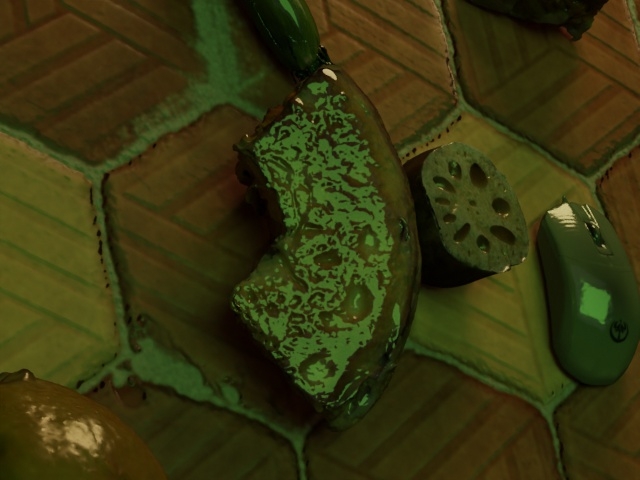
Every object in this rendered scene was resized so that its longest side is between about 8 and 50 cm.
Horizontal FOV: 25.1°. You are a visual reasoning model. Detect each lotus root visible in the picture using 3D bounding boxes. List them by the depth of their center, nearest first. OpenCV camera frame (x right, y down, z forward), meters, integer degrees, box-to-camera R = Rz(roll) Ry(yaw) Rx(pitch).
[{"bbox_3d":[0.114,-0.018,1.222,0.112,0.081,0.122,-10,74,-36],"label":"lotus root"}]

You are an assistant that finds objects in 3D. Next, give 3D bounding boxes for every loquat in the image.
[{"bbox_3d":[-0.174,0.196,0.892,0.187,0.176,0.234,10,67,-74],"label":"loquat"}]

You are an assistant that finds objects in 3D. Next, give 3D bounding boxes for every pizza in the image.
[{"bbox_3d":[0.000,0.000,1.140,0.161,0.085,0.305,5,72,-15],"label":"pizza"}]

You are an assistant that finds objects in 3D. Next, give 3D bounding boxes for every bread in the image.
[{"bbox_3d":[0.212,-0.287,1.393,0.152,0.127,0.147,6,65,-11],"label":"bread"}]

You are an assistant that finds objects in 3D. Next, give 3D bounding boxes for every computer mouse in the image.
[{"bbox_3d":[0.247,0.038,1.295,0.089,0.056,0.182,7,65,-34],"label":"computer mouse"}]

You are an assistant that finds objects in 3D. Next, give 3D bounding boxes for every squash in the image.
[{"bbox_3d":[-0.048,-0.213,1.232,0.052,0.052,0.183,-30,90,-37],"label":"squash"}]
